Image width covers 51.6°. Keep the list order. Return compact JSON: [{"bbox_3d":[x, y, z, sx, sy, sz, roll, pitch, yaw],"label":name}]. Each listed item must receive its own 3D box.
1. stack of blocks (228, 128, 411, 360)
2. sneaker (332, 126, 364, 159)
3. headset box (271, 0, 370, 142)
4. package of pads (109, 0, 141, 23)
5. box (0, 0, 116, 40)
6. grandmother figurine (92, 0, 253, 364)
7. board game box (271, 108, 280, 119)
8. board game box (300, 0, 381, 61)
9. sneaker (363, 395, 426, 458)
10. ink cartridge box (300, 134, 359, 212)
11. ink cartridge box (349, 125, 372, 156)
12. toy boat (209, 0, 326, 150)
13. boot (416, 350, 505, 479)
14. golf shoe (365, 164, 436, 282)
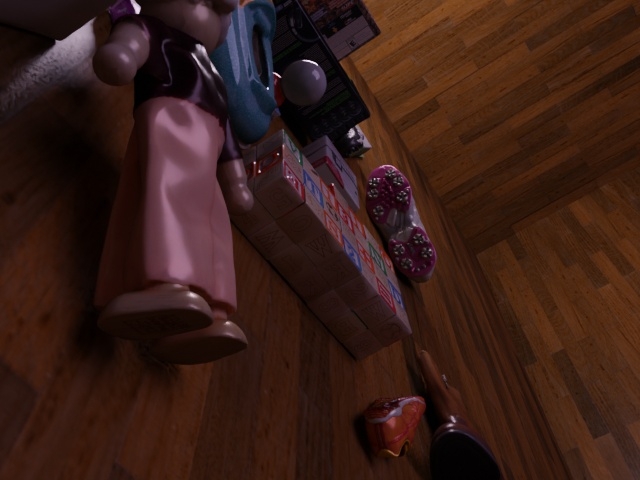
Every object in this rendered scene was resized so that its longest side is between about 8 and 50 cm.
[{"bbox_3d":[0.000,0.000,0.892,0.297,0.087,0.171,51,17,-30],"label":"stack of blocks"},{"bbox_3d":[0.047,-0.252,1.561,0.106,0.078,0.234,51,15,-9],"label":"sneaker"},{"bbox_3d":[-0.031,-0.349,1.341,0.283,0.131,0.246,53,11,-26],"label":"headset box"},{"bbox_3d":[-0.211,-0.249,0.793,0.083,0.032,0.050,36,25,-56],"label":"package of pads"},{"bbox_3d":[-0.284,-0.360,0.503,0.345,0.168,0.215,60,15,1],"label":"box"},{"bbox_3d":[-0.114,-0.090,0.520,0.208,0.104,0.342,73,11,-63],"label":"grandmother figurine"},{"bbox_3d":[-0.111,-0.275,1.188,0.090,0.020,0.090,43,21,-49],"label":"board game box"},{"bbox_3d":[-0.031,-0.578,1.618,0.291,0.232,0.141,47,19,-41],"label":"board game box"},{"bbox_3d":[0.093,0.233,0.836,0.175,0.064,0.067,5,76,-66],"label":"sneaker"},{"bbox_3d":[0.015,-0.113,1.206,0.109,0.063,0.150,53,16,-23],"label":"ink cartridge box"},{"bbox_3d":[0.075,-0.309,1.800,0.171,0.056,0.235,59,17,2],"label":"ink cartridge box"},{"bbox_3d":[-0.090,-0.241,0.868,0.318,0.148,0.267,23,59,-77],"label":"toy boat"},{"bbox_3d":[0.209,0.275,1.033,0.264,0.096,0.280,49,17,-34],"label":"boot"},{"bbox_3d":[0.188,-0.033,1.566,0.140,0.115,0.306,54,18,-62],"label":"golf shoe"}]
